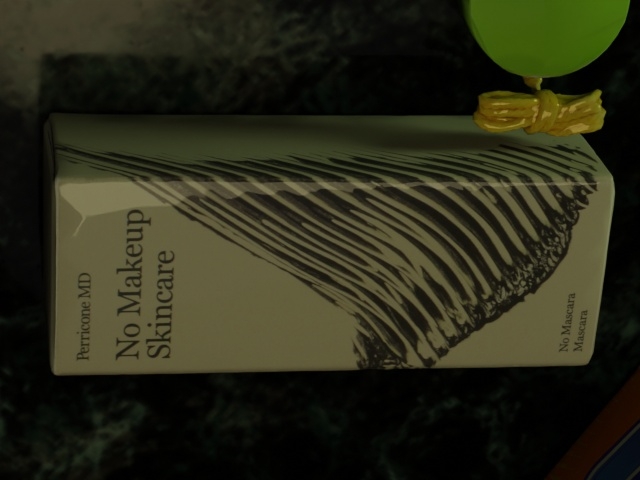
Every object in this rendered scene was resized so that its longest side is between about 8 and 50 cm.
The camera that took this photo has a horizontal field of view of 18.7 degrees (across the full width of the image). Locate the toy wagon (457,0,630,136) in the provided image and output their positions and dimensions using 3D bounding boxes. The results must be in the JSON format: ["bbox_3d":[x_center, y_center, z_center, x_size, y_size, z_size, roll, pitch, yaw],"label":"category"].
[{"bbox_3d":[0.111,-0.218,0.910,0.267,0.068,0.344,0,115,-10],"label":"toy wagon"}]

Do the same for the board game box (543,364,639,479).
[{"bbox_3d":[0.357,0.211,0.987,0.356,0.356,0.356,33,105,-21],"label":"board game box"}]

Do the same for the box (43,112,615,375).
[{"bbox_3d":[0.000,0.000,0.973,0.275,0.094,0.113,-2,114,-10],"label":"box"}]
